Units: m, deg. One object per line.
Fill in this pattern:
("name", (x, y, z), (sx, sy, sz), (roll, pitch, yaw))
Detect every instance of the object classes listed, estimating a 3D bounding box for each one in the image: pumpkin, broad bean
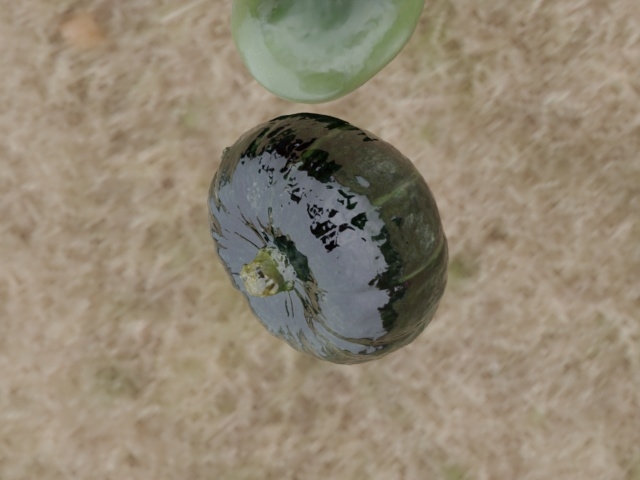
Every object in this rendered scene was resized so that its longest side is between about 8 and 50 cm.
("pumpkin", (0.003, 0.001, 1.365), (0.212, 0.152, 0.211), (25, 142, 22))
("broad bean", (0.010, -0.224, 1.510), (0.169, 0.228, 0.100), (2, 152, 13))
